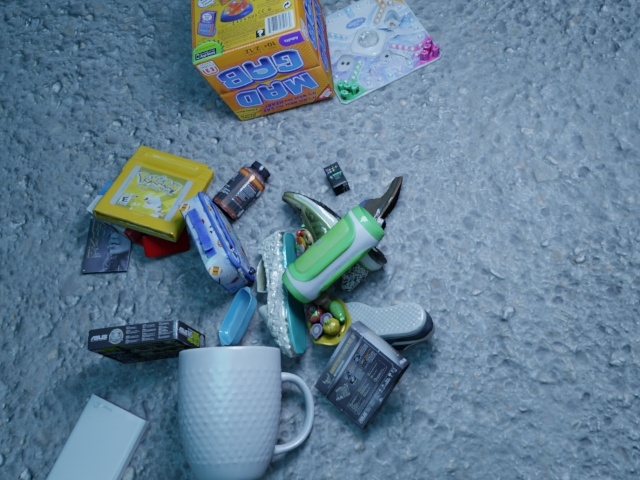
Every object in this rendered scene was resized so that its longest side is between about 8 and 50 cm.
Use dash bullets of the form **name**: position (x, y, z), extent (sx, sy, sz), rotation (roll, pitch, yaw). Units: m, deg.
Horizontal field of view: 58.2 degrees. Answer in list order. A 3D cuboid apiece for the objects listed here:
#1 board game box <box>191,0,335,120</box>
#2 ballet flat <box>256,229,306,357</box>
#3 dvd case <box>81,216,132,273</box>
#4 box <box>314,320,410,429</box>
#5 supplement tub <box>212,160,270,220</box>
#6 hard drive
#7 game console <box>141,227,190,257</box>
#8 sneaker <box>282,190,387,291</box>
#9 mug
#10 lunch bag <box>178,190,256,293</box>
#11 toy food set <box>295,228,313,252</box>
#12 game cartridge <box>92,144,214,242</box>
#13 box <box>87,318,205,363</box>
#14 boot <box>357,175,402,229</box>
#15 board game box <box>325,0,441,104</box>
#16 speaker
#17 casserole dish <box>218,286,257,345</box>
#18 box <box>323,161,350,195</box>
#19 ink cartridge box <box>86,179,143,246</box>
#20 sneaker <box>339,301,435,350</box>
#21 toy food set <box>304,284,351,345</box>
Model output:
- **board game box**: position (-0.185, -0.675, 1.907), extent (0.356, 0.356, 0.357), rotation (-12, 69, 15)
- **ballet flat**: position (-0.124, 0.164, 1.716), extent (0.146, 0.147, 0.409), rotation (-10, 61, 7)
- **dvd case**: position (-0.715, 0.003, 1.948), extent (0.164, 0.018, 0.222), rotation (-3, 67, 9)
- **box**: position (0.109, 0.363, 1.554), extent (0.183, 0.056, 0.231), rotation (37, 114, 23)
- **supplement tub**: position (-0.253, -0.167, 1.880), extent (0.106, 0.106, 0.198), rotation (38, 80, 22)
- **hard drive**: position (-0.654, 0.630, 1.667), extent (0.202, 0.040, 0.308), rotation (19, 74, 18)
- **game console**: position (-0.510, -0.027, 1.876), extent (0.143, 0.085, 0.124), rotation (-10, 53, -17)
- **sneaker**: position (0.000, 0.000, 1.753), extent (0.410, 0.158, 0.182), rotation (42, 98, 28)
- **mug**: position (-0.195, 0.462, 1.545), extent (0.373, 0.276, 0.328), rotation (3, 74, -20)
- **lunch bag**: position (-0.312, 0.010, 1.743), extent (0.114, 0.243, 0.303), rotation (-31, 65, -2)
- **toy food set**: position (-0.048, 0.005, 1.726), extent (0.020, 0.083, 0.083), rotation (-16, 25, -36)
- **game cartridge**: position (-0.538, -0.164, 1.890), extent (0.285, 0.053, 0.324), rotation (17, 54, 5)
- **box**: position (-0.499, 0.297, 1.677), extent (0.269, 0.216, 0.060), rotation (-9, 66, 8)
- **boot**: position (0.175, -0.120, 1.789), extent (0.106, 0.082, 0.219), rotation (23, 76, 16)
- **board game box**: position (0.171, -0.718, 2.053), extent (0.389, 0.050, 0.390), rotation (-26, 65, 0)
- **speaker**: position (0.033, 0.041, 1.595), extent (0.296, 0.131, 0.131), rotation (-42, 65, 12)
- **casserole dish**: position (-0.243, 0.230, 1.715), extent (0.114, 0.037, 0.189), rotation (25, 89, 59)
- **box**: position (0.053, -0.199, 1.856), extent (0.052, 0.062, 0.083), rotation (-27, 65, 1)
- **ink cartridge box**: position (-0.639, -0.086, 1.919), extent (0.231, 0.078, 0.134), rotation (28, 70, 12)
- **sneaker**: position (0.169, 0.249, 1.627), extent (0.321, 0.127, 0.126), rotation (-5, 60, 36)
- **toy food set**: position (0.005, 0.205, 1.641), extent (0.128, 0.071, 0.218), rotation (-35, 35, 6)
